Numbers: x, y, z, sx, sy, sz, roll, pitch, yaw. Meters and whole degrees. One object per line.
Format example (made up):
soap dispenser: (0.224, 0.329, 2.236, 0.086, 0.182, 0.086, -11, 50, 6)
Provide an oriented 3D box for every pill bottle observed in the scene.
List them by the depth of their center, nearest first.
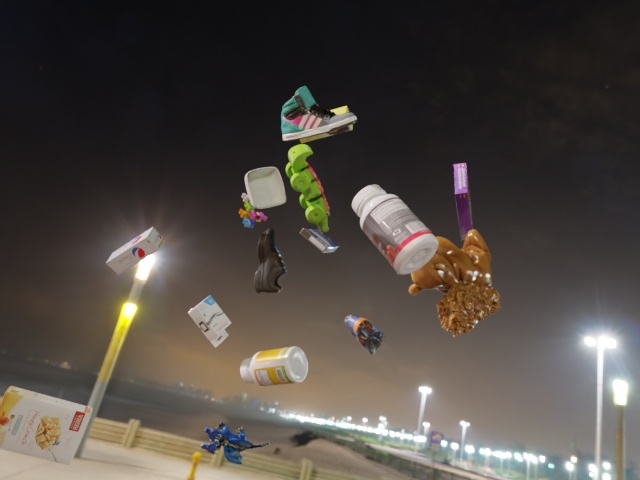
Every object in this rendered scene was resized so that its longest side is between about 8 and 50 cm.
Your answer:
pill bottle: (0.249, -0.049, 1.742, 0.176, 0.318, 0.176, -25, -33, -18)
pill bottle: (-0.185, 0.493, 1.926, 0.245, 0.136, 0.136, -15, -32, 29)

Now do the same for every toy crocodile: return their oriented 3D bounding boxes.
toy crocodile: (-0.033, -0.170, 1.683, 0.105, 0.115, 0.341, -24, -54, 0)

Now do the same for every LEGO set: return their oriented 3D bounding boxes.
LEGO set: (-0.285, -0.111, 2.133, 0.093, 0.087, 0.227, 15, 23, -28)

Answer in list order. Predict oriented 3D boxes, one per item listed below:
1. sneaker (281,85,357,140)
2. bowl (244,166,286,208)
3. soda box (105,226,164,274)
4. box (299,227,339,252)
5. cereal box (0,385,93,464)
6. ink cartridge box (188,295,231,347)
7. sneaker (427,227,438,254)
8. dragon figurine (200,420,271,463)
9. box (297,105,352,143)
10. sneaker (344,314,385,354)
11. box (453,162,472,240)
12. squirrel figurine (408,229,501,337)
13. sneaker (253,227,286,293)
sneaker: (-0.020, -0.477, 1.813, 0.295, 0.179, 0.124, -7, 15, 21)
bowl: (-0.202, -0.184, 1.763, 0.142, 0.142, 0.053, -16, 3, -36)
soda box: (-0.688, 0.040, 1.849, 0.216, 0.074, 0.069, -30, -63, 18)
box: (0.000, 0.000, 2.201, 0.136, 0.036, 0.225, 39, 11, 12)
cereal box: (-0.815, 0.540, 1.447, 0.240, 0.173, 0.047, 23, 4, -17)
ink cartridge box: (-0.430, 0.324, 1.986, 0.060, 0.104, 0.180, -34, -85, 31)
sneaker: (0.478, -0.012, 2.229, 0.188, 0.066, 0.071, 38, -44, -4)
dragon figurine: (-0.287, 0.695, 1.684, 0.289, 0.085, 0.144, 33, -6, -24)
box: (0.006, -0.457, 1.971, 0.232, 0.058, 0.087, -11, -47, 19)
sneaker: (0.149, 0.308, 1.669, 0.087, 0.083, 0.221, 30, -20, 41)
box: (0.640, -0.169, 2.220, 0.057, 0.201, 0.293, -6, -45, 18)
squirrel figurine: (0.526, 0.165, 1.977, 0.370, 0.397, 0.281, 4, -36, -48)
sneaker: (-0.205, 0.091, 2.135, 0.130, 0.286, 0.109, 5, 3, 15)
